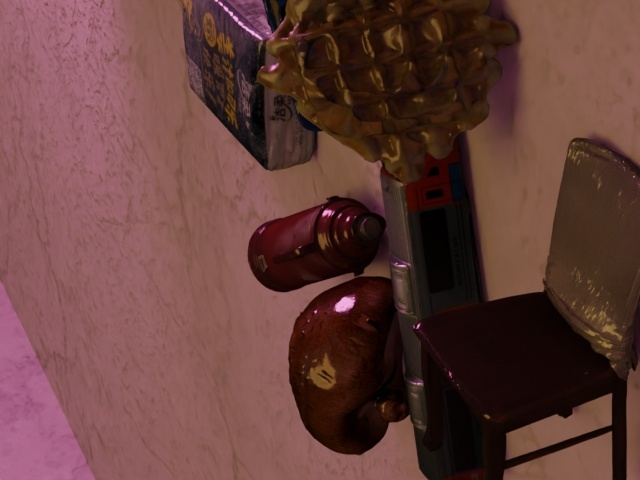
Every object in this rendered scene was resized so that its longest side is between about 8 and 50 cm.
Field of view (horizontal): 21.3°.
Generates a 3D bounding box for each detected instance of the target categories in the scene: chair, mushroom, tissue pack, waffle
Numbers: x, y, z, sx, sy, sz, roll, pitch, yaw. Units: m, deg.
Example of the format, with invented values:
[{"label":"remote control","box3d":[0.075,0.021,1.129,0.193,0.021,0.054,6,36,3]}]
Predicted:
[{"label":"chair","box3d":[0.196,0.088,1.533,0.160,0.186,0.319,-125,26,-51]},{"label":"mushroom","box3d":[0.031,0.137,1.955,0.231,0.138,0.194,91,177,-46]},{"label":"tissue pack","box3d":[-0.097,-0.226,2.164,0.257,0.081,0.185,47,146,49]},{"label":"waffle","box3d":[0.067,-0.181,1.624,0.223,0.204,0.054,35,-170,3]}]

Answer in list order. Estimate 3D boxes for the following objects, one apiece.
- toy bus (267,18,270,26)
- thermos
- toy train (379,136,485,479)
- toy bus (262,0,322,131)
[{"label":"toy bus","box3d":[-0.029,-0.317,1.927,0.063,0.090,0.203,-34,74,67]},{"label":"thermos","box3d":[0.000,0.004,2.035,0.232,0.124,0.099,-17,92,61]},{"label":"toy train","box3d":[0.123,0.067,1.823,0.086,0.089,0.409,-146,44,-66]},{"label":"toy bus","box3d":[0.026,-0.273,1.757,0.175,0.138,0.287,-23,83,67]}]
